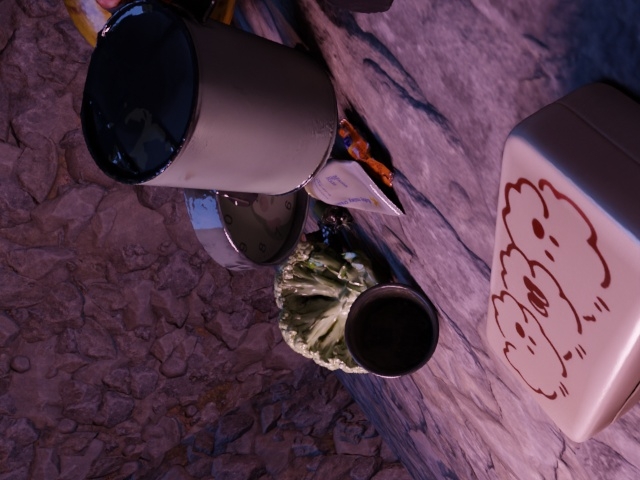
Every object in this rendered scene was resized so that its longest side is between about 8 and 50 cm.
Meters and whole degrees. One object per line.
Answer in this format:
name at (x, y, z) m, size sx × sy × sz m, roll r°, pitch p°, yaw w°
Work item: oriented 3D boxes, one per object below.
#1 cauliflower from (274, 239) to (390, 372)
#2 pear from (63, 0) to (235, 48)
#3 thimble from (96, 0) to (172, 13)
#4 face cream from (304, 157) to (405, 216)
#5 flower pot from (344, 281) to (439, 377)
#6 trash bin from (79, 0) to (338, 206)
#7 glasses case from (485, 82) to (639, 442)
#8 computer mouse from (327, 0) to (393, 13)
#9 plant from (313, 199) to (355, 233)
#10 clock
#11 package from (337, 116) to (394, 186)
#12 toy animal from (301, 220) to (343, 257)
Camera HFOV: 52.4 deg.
cauliflower at (0.048, 0.107, 1.275) m, size 0.250 × 0.275 × 0.272 m, roll -49°, pitch 33°, yaw 43°
pear at (-0.270, -0.402, 1.035) m, size 0.281 × 0.280 × 0.281 m, roll 56°, pitch 170°, yaw 15°
thimble at (-0.192, -0.383, 0.791) m, size 0.162 × 0.239 × 0.239 m, roll 65°, pitch 170°, yaw -7°
face cream at (0.041, -0.086, 1.009) m, size 0.114 × 0.070 × 0.224 m, roll 44°, pitch 173°, yaw -23°
flower pot at (0.127, 0.159, 1.111) m, size 0.157 × 0.157 × 0.107 m, roll 55°, pitch -178°, yaw 21°
trash bin at (-0.137, -0.173, 0.855) m, size 0.217 × 0.277 × 0.262 m, roll 41°, pitch -156°, yaw 30°
glasses case at (0.206, 0.042, 0.510) m, size 0.144 × 0.076 × 0.336 m, roll 52°, pitch 169°, yaw 33°
computer mouse at (-0.018, -0.304, 0.557) m, size 0.295 × 0.087 × 0.168 m, roll 55°, pitch 173°, yaw 36°
plant at (0.028, -0.043, 1.261) m, size 0.102 × 0.051 × 0.051 m, roll 43°, pitch 163°, yaw 42°
clock at (-0.117, -0.104, 1.148) m, size 0.066 × 0.319 × 0.319 m, roll 0°, pitch 133°, yaw 29°
package at (0.060, -0.121, 0.896) m, size 0.111 × 0.033 × 0.077 m, roll 52°, pitch 160°, yaw 11°
toy animal at (0.000, 0.000, 1.474) m, size 0.188 × 0.089 × 0.179 m, roll -133°, pitch 32°, yaw -53°
